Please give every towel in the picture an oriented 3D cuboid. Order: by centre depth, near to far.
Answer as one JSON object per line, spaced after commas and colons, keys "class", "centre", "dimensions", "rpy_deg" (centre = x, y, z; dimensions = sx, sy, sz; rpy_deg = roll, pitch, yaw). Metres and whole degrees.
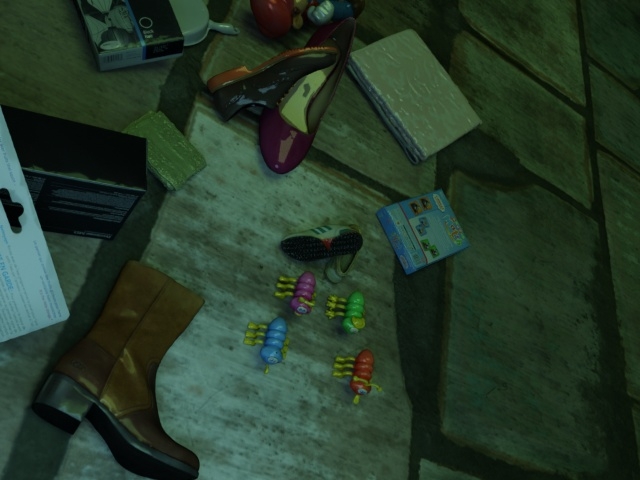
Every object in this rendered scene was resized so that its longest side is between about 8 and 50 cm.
{"class": "towel", "centre": [-0.289, -0.167, 1.111], "dimensions": [0.148, 0.027, 0.110], "rpy_deg": [45, 49, -6]}
{"class": "towel", "centre": [0.250, -0.386, 1.583], "dimensions": [0.317, 0.053, 0.332], "rpy_deg": [-35, 89, -40]}

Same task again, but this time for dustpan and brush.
{"class": "dustpan and brush", "centre": [-0.260, -0.465, 1.270], "dimensions": [0.211, 0.060, 0.147], "rpy_deg": [-5, 73, -29]}

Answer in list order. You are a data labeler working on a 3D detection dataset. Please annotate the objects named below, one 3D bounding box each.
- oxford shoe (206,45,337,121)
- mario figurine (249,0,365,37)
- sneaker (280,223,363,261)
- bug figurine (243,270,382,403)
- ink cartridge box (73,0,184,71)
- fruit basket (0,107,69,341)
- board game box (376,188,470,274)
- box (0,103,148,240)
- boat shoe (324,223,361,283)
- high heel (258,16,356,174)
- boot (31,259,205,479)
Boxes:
{"class": "oxford shoe", "centre": [-0.087, -0.321, 1.230], "dimensions": [0.271, 0.097, 0.098], "rpy_deg": [-18, 95, 2]}
{"class": "mario figurine", "centre": [-0.027, -0.571, 1.392], "dimensions": [0.320, 0.198, 0.170], "rpy_deg": [-28, 112, -46]}
{"class": "sneaker", "centre": [0.000, 0.000, 1.206], "dimensions": [0.161, 0.075, 0.057], "rpy_deg": [-6, 111, -6]}
{"class": "bug figurine", "centre": [0.005, 0.171, 1.118], "dimensions": [0.279, 0.072, 0.216], "rpy_deg": [24, 56, -23]}
{"class": "ink cartridge box", "centre": [-0.393, -0.491, 1.150], "dimensions": [0.165, 0.065, 0.332], "rpy_deg": [-20, 78, -21]}
{"class": "fruit basket", "centre": [-0.522, 0.008, 0.709], "dimensions": [0.353, 0.165, 0.327], "rpy_deg": [-22, 117, -28]}
{"class": "board game box", "centre": [0.243, -0.025, 1.405], "dimensions": [0.211, 0.039, 0.160], "rpy_deg": [-18, 79, -39]}
{"class": "box", "centre": [-0.410, -0.095, 0.886], "dimensions": [0.261, 0.184, 0.103], "rpy_deg": [10, 59, -31]}
{"class": "boat shoe", "centre": [0.056, 0.021, 1.244], "dimensions": [0.056, 0.048, 0.153], "rpy_deg": [40, 51, -12]}
{"class": "high heel", "centre": [-0.023, -0.315, 1.269], "dimensions": [0.127, 0.181, 0.377], "rpy_deg": [26, 55, -22]}
{"class": "boot", "centre": [-0.254, 0.199, 0.935], "dimensions": [0.264, 0.096, 0.280], "rpy_deg": [32, 45, -9]}
